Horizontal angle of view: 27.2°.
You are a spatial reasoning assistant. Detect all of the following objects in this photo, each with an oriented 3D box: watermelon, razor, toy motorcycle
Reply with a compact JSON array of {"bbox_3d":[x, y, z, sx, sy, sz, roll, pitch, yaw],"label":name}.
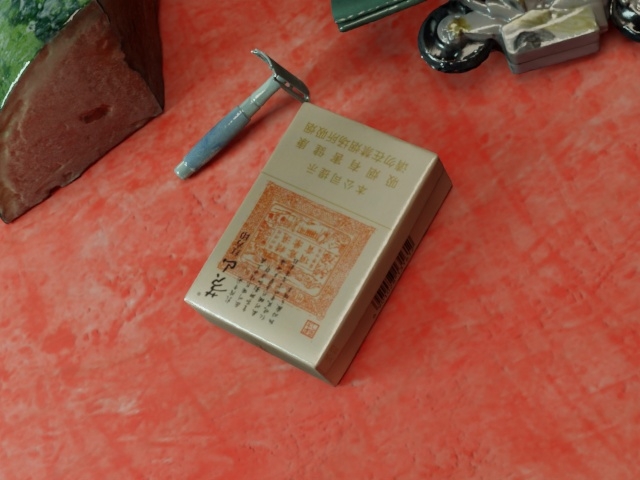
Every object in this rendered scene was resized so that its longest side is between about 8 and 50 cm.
[{"bbox_3d":[-0.226,-0.183,1.201,0.256,0.176,0.260,-40,53,45],"label":"watermelon"},{"bbox_3d":[-0.077,-0.102,1.164,0.135,0.068,0.040,-43,57,11],"label":"razor"},{"bbox_3d":[0.188,-0.219,1.103,0.225,0.073,0.152,-8,69,10],"label":"toy motorcycle"}]

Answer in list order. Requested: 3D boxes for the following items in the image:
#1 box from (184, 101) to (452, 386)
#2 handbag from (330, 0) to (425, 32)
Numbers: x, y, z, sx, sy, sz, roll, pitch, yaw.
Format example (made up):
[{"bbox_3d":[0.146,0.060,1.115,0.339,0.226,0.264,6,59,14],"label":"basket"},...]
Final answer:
[{"bbox_3d":[0.000,0.000,1.082,0.141,0.058,0.201,26,79,27],"label":"box"},{"bbox_3d":[0.109,-0.319,1.110,0.274,0.100,0.269,-17,39,16],"label":"handbag"}]
